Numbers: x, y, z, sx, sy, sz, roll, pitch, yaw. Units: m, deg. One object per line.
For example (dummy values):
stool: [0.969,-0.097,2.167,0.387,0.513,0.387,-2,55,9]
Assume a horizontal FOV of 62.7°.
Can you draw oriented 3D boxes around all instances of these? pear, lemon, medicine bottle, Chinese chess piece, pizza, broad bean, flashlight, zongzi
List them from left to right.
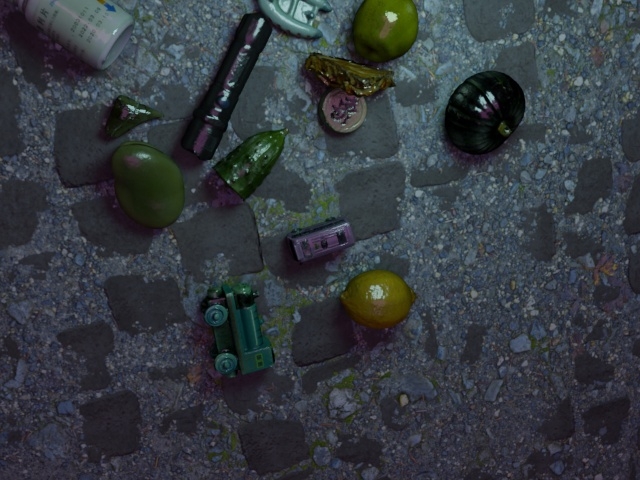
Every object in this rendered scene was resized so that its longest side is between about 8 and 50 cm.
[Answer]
medicine bottle: [-0.628,-0.573,1.297,0.293,0.170,0.170,35,95,-18]
zongzi: [-0.522,-0.308,1.453,0.131,0.062,0.154,21,106,-28]
broad bean: [-0.483,-0.158,1.477,0.189,0.121,0.263,-19,122,-11]
flashlight: [-0.256,-0.422,1.453,0.103,0.103,0.423,27,97,-17]
Chinese chess piece: [0.067,-0.386,1.544,0.144,0.058,0.144,-3,106,-10]
pizza: [0.118,-0.445,1.447,0.252,0.287,0.073,-5,124,-31]
lemon: [0.181,0.184,1.649,0.257,0.188,0.188,2,104,-14]
pear: [0.182,-0.592,1.448,0.198,0.198,0.198,-3,105,-11]

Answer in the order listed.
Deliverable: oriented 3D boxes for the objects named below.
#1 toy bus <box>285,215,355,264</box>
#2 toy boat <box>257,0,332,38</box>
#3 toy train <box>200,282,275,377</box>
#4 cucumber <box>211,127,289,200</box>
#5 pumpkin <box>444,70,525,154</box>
toy bus: [0.000,0.000,1.606,0.199,0.108,0.096,-18,107,-6]
toy boat: [-0.073,-0.640,1.442,0.208,0.079,0.134,20,102,-17]
toy train: [-0.258,0.275,1.628,0.194,0.120,0.297,-13,107,-15]
cucumber: [-0.185,-0.237,1.503,0.244,0.134,0.134,-42,108,-2]
pumpkin: [0.493,-0.370,1.559,0.250,0.216,0.249,-17,140,-15]
